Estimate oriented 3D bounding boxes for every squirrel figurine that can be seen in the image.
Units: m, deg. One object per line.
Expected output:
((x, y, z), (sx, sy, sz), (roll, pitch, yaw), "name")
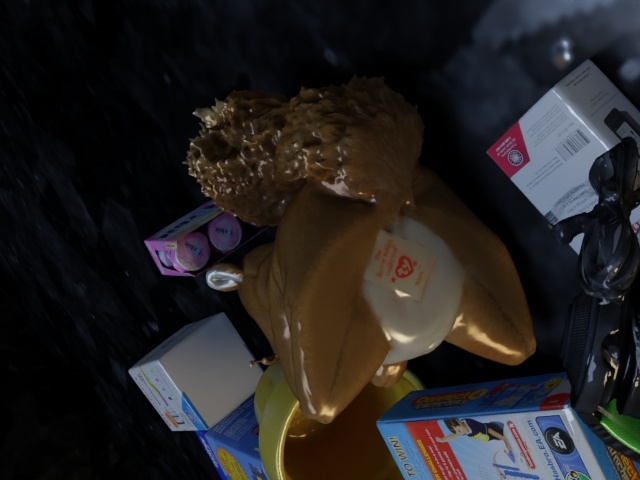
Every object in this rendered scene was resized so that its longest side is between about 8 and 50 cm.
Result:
((0.000, 0.000, 0.908), (0.370, 0.281, 0.396), (-4, 104, 66), "squirrel figurine")

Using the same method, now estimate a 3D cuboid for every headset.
((0.292, 0.091, 0.574), (0.243, 0.185, 0.394), (-13, 126, 36), "headset")

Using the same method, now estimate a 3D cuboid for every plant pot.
((0.013, 0.270, 1.134), (0.254, 0.254, 0.239), (64, 163, -16), "plant pot")

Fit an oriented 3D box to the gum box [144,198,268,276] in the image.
((-0.160, -0.015, 1.109), (0.107, 0.188, 0.062), (0, 120, 54), "gum box")

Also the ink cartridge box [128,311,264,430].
((-0.256, 0.275, 1.538), (0.171, 0.168, 0.233), (56, 149, -5), "ink cartridge box")

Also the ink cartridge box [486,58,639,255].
((0.239, -0.063, 0.656), (0.150, 0.063, 0.109), (49, 149, 5), "ink cartridge box")

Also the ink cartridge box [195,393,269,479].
((-0.089, 0.473, 1.534), (0.396, 0.151, 0.270), (4, 123, 53), "ink cartridge box")

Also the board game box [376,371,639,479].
((0.259, 0.323, 0.918), (0.302, 0.086, 0.308), (-21, 98, 49), "board game box")
